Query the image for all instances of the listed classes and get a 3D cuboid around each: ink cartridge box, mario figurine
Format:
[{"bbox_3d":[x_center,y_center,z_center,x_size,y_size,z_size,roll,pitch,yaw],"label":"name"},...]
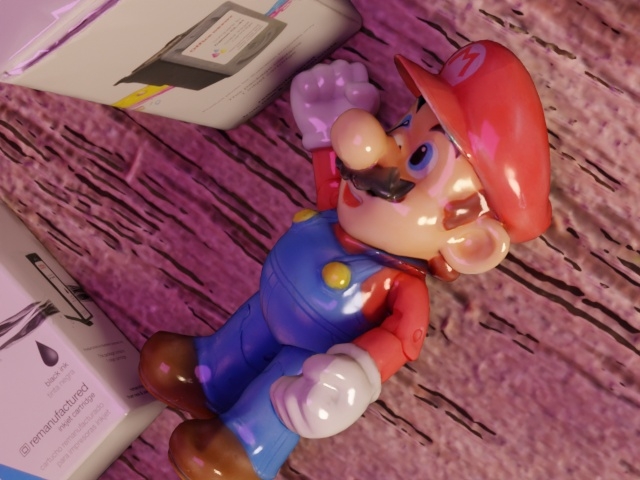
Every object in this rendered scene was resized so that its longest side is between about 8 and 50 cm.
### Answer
[{"bbox_3d":[-0.227,0.088,0.924,0.203,0.086,0.148,45,103,11],"label":"ink cartridge box"},{"bbox_3d":[0.000,0.000,0.809,0.198,0.170,0.320,46,105,14],"label":"mario figurine"},{"bbox_3d":[-0.119,-0.195,0.769,0.131,0.306,0.226,-37,80,15],"label":"ink cartridge box"}]
